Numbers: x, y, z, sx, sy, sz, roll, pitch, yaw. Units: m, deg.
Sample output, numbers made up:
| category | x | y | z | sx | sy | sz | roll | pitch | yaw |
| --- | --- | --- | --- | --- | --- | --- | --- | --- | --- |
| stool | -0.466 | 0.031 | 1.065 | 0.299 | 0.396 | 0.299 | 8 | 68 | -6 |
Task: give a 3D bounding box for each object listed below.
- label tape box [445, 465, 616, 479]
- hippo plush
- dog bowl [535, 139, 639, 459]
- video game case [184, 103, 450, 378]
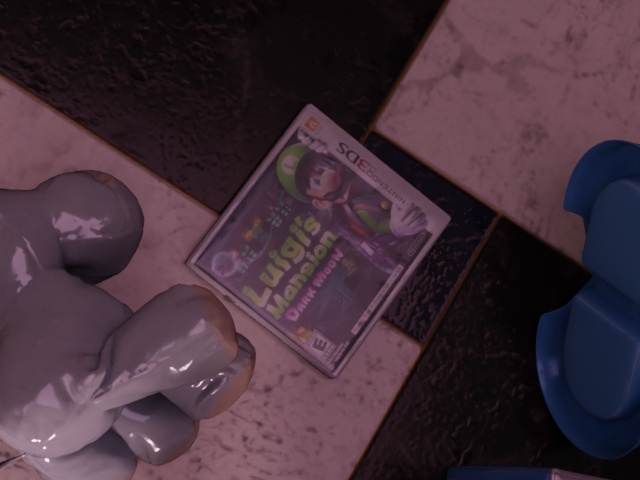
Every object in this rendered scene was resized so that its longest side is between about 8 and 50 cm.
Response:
| category | x | y | z | sx | sy | sz | roll | pitch | yaw |
| --- | --- | --- | --- | --- | --- | --- | --- | --- | --- |
| label tape box | 0.301 | 0.280 | 1.463 | 0.348 | 0.249 | 0.115 | 15 | 79 | -13 |
| hippo plush | -0.224 | 0.074 | 1.402 | 0.294 | 0.234 | 0.236 | -22 | 63 | -22 |
| dog bowl | 0.282 | 0.051 | 1.502 | 0.074 | 0.166 | 0.297 | -7 | 119 | -29 |
| video game case | 0.000 | 0.000 | 1.535 | 0.173 | 0.022 | 0.190 | 39 | 75 | -7 |
